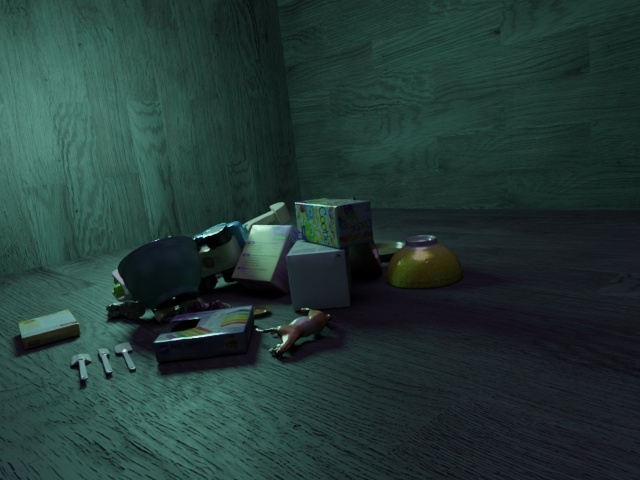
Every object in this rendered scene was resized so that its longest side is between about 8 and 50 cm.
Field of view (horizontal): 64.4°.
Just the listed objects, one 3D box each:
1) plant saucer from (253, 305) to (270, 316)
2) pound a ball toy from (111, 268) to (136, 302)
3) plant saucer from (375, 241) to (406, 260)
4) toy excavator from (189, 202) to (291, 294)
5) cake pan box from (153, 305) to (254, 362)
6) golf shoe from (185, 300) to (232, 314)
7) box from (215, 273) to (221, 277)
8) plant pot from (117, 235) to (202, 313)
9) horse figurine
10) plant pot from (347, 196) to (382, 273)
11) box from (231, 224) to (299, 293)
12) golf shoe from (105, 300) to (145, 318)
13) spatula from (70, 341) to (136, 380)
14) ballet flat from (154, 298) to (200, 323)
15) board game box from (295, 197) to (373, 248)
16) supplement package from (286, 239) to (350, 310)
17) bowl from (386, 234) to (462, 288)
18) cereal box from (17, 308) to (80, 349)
[{"bbox_3d":[-0.212,0.243,1.726,0.083,0.015,0.083,-6,11,1],"label":"plant saucer"},{"bbox_3d":[-0.695,0.174,2.125,0.135,0.208,0.319,40,44,22],"label":"pound a ball toy"},{"bbox_3d":[0.291,0.051,2.378,0.277,0.041,0.278,-6,11,1],"label":"plant saucer"},{"bbox_3d":[-0.361,-0.013,2.192,0.432,0.223,0.445,-19,20,12],"label":"toy excavator"},{"bbox_3d":[-0.338,0.273,1.509,0.266,0.070,0.246,-7,8,1],"label":"cake pan box"},{"bbox_3d":[-0.378,0.246,1.729,0.186,0.068,0.086,-6,-22,32],"label":"golf shoe"},{"bbox_3d":[-0.529,0.165,2.321,0.093,0.027,0.137,-3,11,29],"label":"box"},{"bbox_3d":[-0.552,0.145,1.830,0.292,0.196,0.293,-24,-18,-9],"label":"plant pot"},{"bbox_3d":[-0.061,0.250,1.461,0.263,0.066,0.174,-17,8,-34],"label":"horse figurine"},{"bbox_3d":[0.069,0.019,2.087,0.280,0.324,0.323,-22,8,8],"label":"plant pot"},{"bbox_3d":[-0.198,0.071,1.997,0.213,0.243,0.117,1,-28,38],"label":"box"},{"bbox_3d":[-0.706,0.249,1.884,0.176,0.069,0.086,-1,6,24],"label":"golf shoe"},{"bbox_3d":[-0.615,0.345,1.445,0.168,0.019,0.242,-6,10,-27],"label":"spatula"},{"bbox_3d":[-0.495,0.255,1.788,0.168,0.057,0.052,-17,42,-31],"label":"ballet flat"},{"bbox_3d":[0.044,-0.068,1.784,0.144,0.142,0.275,-12,12,-31],"label":"board game box"},{"bbox_3d":[0.004,0.109,1.800,0.197,0.200,0.263,-5,11,6],"label":"supplement package"},{"bbox_3d":[0.384,0.067,1.913,0.289,0.156,0.289,-6,11,1],"label":"bowl"},{"bbox_3d":[-0.949,0.306,1.773,0.172,0.048,0.240,-13,13,-31],"label":"cereal box"}]
